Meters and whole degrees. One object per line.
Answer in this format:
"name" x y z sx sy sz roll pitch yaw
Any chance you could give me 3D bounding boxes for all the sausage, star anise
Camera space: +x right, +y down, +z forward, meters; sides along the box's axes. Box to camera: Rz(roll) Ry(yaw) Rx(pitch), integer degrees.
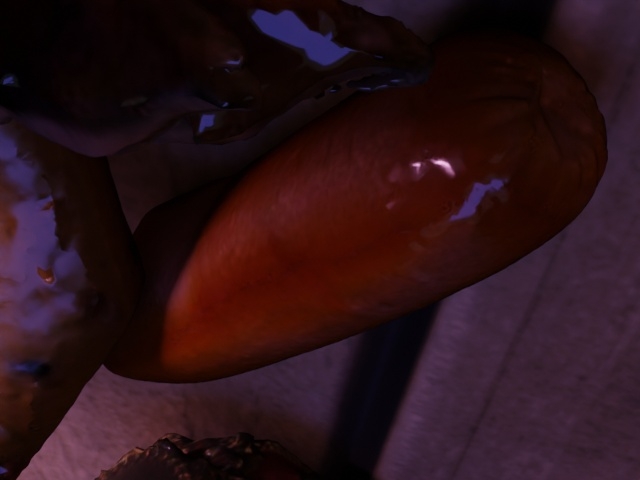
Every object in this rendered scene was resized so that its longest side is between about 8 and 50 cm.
"sausage" 0.000 0.000 0.722 0.083 0.089 0.300 24 151 -28
"star anise" -0.110 -0.073 0.532 0.288 0.288 0.088 6 104 21

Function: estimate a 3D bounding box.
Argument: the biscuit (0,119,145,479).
"biscuit" -0.250 -0.009 0.744 0.359 0.046 0.359 4 127 6

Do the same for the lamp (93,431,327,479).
"lamp" -0.026 0.224 1.034 0.177 0.177 0.274 -10 138 40
